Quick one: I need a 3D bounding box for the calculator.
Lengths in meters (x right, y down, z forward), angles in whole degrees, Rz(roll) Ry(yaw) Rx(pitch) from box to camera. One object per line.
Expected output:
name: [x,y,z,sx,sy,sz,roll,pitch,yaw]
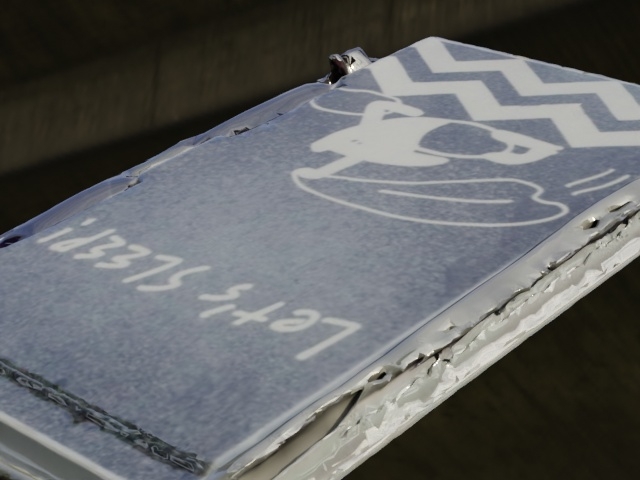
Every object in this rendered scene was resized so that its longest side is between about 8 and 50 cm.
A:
calculator: [0.000,0.001,0.457,0.166,0.274,0.028,18,-54,41]
